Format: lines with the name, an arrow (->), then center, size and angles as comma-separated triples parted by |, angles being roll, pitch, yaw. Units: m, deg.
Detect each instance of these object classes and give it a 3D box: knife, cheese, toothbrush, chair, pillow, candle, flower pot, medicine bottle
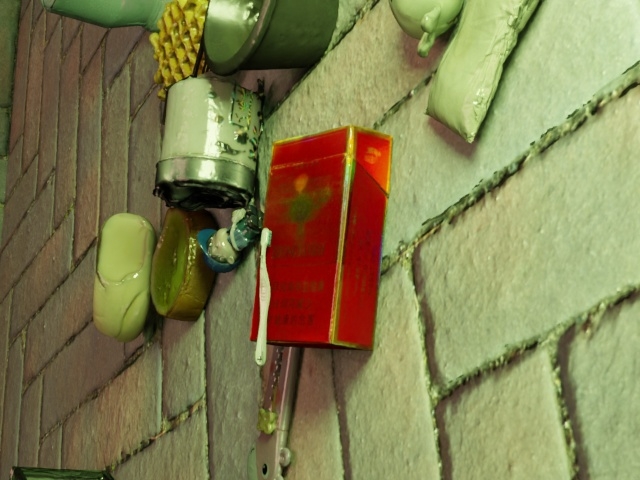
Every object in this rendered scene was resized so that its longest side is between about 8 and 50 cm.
knife -> -0.064, 0.206, 1.568 | 0.132, 0.038, 0.399 | 2, 81, 58
cheese -> -0.427, 0.077, 2.144 | 0.233, 0.127, 0.266 | 110, 162, -48
toothbrush -> -0.084, 0.082, 1.448 | 0.017, 0.022, 0.204 | -5, 75, 33
chair -> -0.242, -0.312, 1.935 | 0.084, 0.101, 0.212 | 32, 135, 17
pillow -> 0.201, -0.245, 1.250 | 0.148, 0.050, 0.230 | -121, 50, -63
candle -> -0.197, -0.217, 1.816 | 0.187, 0.187, 0.330 | -17, 64, 58
flower pot -> -0.075, -0.388, 1.676 | 0.269, 0.166, 0.269 | -32, 51, 50
medicine bottle -> -0.496, -0.628, 2.387 | 0.245, 0.290, 0.245 | -33, 51, 52

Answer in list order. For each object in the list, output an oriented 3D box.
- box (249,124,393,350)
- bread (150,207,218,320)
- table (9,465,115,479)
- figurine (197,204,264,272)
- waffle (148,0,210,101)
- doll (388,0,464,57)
box -> 0.000, 0.001, 1.452 | 0.197, 0.089, 0.313 | -5, 76, 52
bread -> -0.274, 0.043, 1.971 | 0.236, 0.070, 0.236 | -30, 55, 55
table -> -0.547, 0.680, 2.072 | 0.272, 0.222, 0.335 | 12, 91, 63
figurine -> -0.157, -0.005, 1.782 | 0.149, 0.087, 0.086 | -37, 48, 30
waffle -> -0.273, -0.384, 2.084 | 0.309, 0.065, 0.283 | 33, 124, 49
doll -> 0.142, -0.373, 1.343 | 0.155, 0.113, 0.275 | 107, 154, -56
